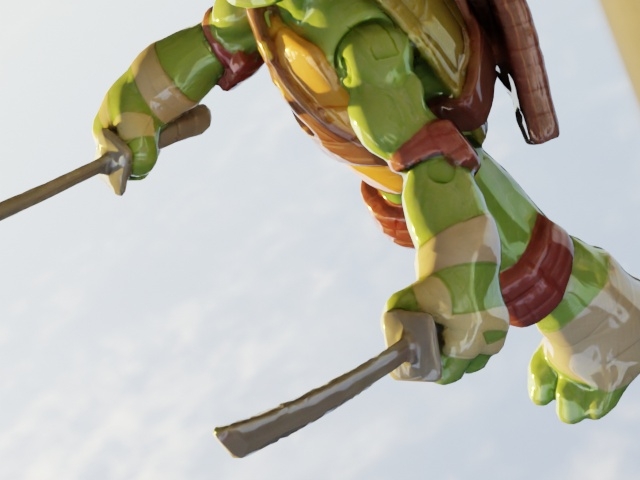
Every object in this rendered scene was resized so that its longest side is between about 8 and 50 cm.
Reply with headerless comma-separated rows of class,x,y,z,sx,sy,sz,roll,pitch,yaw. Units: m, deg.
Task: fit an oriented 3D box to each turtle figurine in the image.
turtle figurine,0.000,0.000,0.759,0.198,0.266,0.275,-6,-120,38
